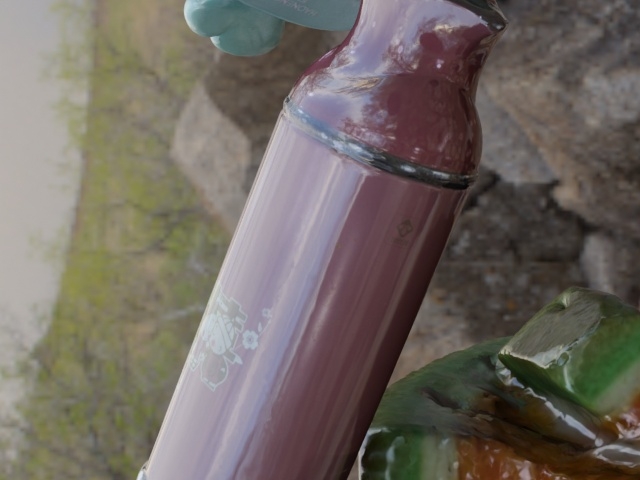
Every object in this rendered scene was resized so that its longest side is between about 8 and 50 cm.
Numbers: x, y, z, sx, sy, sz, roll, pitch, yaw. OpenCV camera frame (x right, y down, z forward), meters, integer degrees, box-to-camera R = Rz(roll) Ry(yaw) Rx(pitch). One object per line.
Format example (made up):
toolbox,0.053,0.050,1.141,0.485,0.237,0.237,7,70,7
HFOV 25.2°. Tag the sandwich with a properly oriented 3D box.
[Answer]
sandwich,0.180,0.117,0.876,0.301,0.250,0.162,16,108,31

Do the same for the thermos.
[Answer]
thermos,0.008,0.004,0.776,0.136,0.109,0.330,-76,8,-74

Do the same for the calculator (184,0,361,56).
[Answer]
calculator,0.028,-0.200,0.862,0.295,0.184,0.042,-31,59,35
